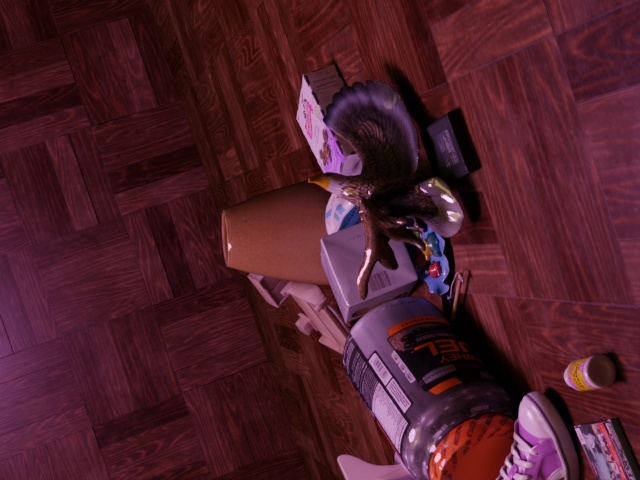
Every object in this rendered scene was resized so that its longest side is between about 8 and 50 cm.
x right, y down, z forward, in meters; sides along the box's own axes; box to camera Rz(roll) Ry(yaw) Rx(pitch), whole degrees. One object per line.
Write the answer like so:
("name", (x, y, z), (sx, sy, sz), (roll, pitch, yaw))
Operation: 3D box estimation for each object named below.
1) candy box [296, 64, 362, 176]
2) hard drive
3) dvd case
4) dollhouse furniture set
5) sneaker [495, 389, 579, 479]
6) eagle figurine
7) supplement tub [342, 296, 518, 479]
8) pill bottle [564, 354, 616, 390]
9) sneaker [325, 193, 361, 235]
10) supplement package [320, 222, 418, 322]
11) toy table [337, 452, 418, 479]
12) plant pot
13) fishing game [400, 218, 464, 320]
("candy box", (0.027, -0.209, 2.009), (0.165, 0.070, 0.196), (102, 146, -64))
("hard drive", (0.193, -0.137, 1.579), (0.135, 0.022, 0.094), (153, 98, -76))
("dvd case", (0.389, 0.287, 1.417), (0.119, 0.013, 0.087), (125, 124, -72))
("dollhouse furniture set", (0.005, 0.093, 2.385), (0.355, 0.174, 0.303), (23, 155, 48))
("sneaker", (0.298, 0.367, 1.567), (0.102, 0.161, 0.282), (-134, 29, -62))
("eagle figurine", (0.090, -0.096, 1.672), (0.225, 0.226, 0.298), (36, -149, -19))
("supplement tub", (0.189, 0.263, 1.739), (0.338, 0.207, 0.207), (-127, 22, -49))
("pill bottle", (0.348, 0.174, 1.359), (0.083, 0.043, 0.043), (129, 120, -74))
("sneaker", (0.060, -0.068, 1.962), (0.229, 0.087, 0.092), (132, 130, -59))
("supplement package", (0.086, 0.055, 1.934), (0.244, 0.139, 0.134), (86, 162, -79))
("toy table", (0.159, 0.572, 2.361), (0.274, 0.161, 0.252), (85, 160, -48))
("plant pot", (-0.073, -0.014, 2.167), (0.237, 0.254, 0.237), (176, 90, -80))
("fishing game", (0.173, 0.011, 1.812), (0.189, 0.041, 0.264), (93, 155, -57))
